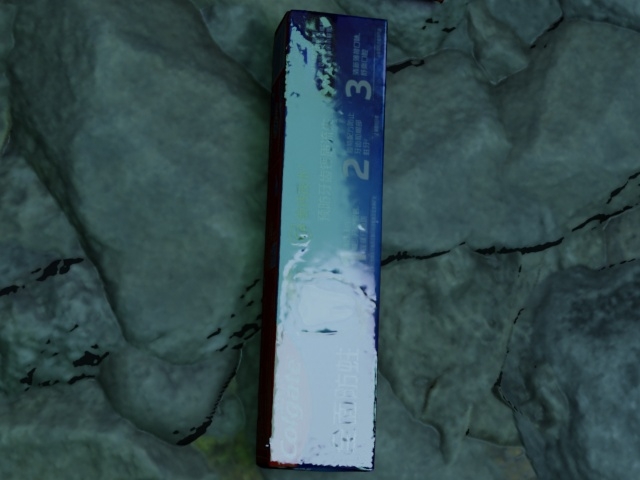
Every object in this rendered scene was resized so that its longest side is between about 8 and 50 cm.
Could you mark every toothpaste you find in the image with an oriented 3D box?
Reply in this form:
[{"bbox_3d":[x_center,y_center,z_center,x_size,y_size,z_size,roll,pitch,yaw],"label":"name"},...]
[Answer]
[{"bbox_3d":[0.001,0.000,0.807,0.076,0.066,0.320,5,81,-12],"label":"toothpaste"}]

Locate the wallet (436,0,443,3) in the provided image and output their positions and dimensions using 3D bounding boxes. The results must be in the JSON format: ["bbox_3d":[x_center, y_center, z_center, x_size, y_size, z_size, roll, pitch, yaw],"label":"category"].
[{"bbox_3d":[0.009,-0.268,0.860,0.205,0.045,0.142,11,79,-11],"label":"wallet"}]
